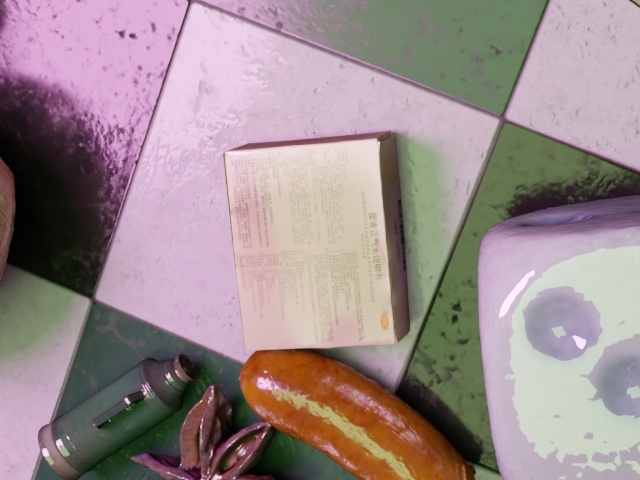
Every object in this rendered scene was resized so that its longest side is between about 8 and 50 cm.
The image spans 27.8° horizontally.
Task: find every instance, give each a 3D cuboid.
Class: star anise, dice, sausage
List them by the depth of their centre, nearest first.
[{"bbox_3d":[0.292,0.101,1.195,0.263,0.265,0.268,-5,98,14],"label":"dice"},{"bbox_3d":[0.036,0.198,1.354,0.270,0.109,0.109,34,104,5],"label":"sausage"},{"bbox_3d":[-0.106,0.278,1.414,0.212,0.073,0.197,-43,84,18],"label":"star anise"}]

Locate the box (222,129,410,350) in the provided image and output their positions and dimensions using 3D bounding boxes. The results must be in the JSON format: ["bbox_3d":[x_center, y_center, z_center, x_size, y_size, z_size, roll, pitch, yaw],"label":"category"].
[{"bbox_3d":[0.000,0.000,1.335,0.168,0.095,0.212,-3,98,15],"label":"box"}]

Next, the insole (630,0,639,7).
[{"bbox_3d":[0.357,-0.248,1.259,0.111,0.007,0.328,-41,88,16],"label":"insole"}]

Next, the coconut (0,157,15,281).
[{"bbox_3d":[-0.455,-0.009,1.346,0.297,0.297,0.254,-37,117,16],"label":"coconut"}]

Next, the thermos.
[{"bbox_3d":[-0.221,0.185,1.423,0.188,0.083,0.073,-35,47,14],"label":"thermos"}]
